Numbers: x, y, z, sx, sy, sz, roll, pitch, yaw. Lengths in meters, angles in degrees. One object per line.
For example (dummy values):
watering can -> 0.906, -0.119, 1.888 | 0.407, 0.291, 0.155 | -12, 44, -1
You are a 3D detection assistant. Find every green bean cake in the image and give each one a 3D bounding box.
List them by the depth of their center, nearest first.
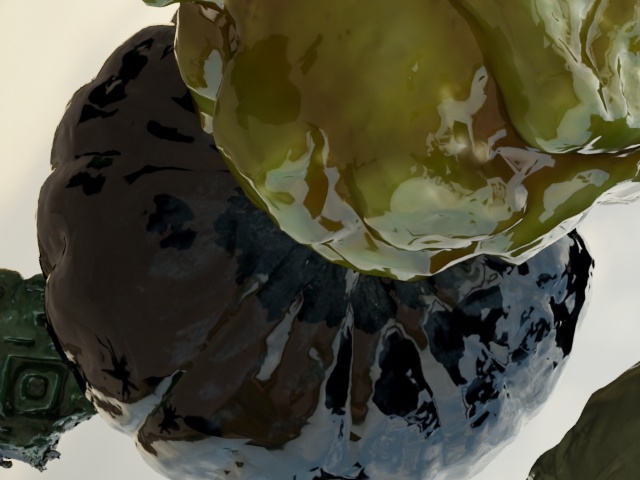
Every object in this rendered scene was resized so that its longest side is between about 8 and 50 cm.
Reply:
green bean cake -> -0.231, 0.119, 1.567 | 0.107, 0.208, 0.193 | 134, -36, -77

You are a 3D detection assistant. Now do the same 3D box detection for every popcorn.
popcorn -> 0.066, -0.142, 0.910 | 0.325, 0.290, 0.321 | -65, 171, 12

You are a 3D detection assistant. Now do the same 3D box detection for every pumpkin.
pumpkin -> 0.000, 0.000, 1.256 | 0.266, 0.363, 0.363 | 113, 3, -76

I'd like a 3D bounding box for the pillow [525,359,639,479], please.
pillow -> 0.244, 0.120, 0.921 | 0.283, 0.138, 0.310 | -41, -154, 11
